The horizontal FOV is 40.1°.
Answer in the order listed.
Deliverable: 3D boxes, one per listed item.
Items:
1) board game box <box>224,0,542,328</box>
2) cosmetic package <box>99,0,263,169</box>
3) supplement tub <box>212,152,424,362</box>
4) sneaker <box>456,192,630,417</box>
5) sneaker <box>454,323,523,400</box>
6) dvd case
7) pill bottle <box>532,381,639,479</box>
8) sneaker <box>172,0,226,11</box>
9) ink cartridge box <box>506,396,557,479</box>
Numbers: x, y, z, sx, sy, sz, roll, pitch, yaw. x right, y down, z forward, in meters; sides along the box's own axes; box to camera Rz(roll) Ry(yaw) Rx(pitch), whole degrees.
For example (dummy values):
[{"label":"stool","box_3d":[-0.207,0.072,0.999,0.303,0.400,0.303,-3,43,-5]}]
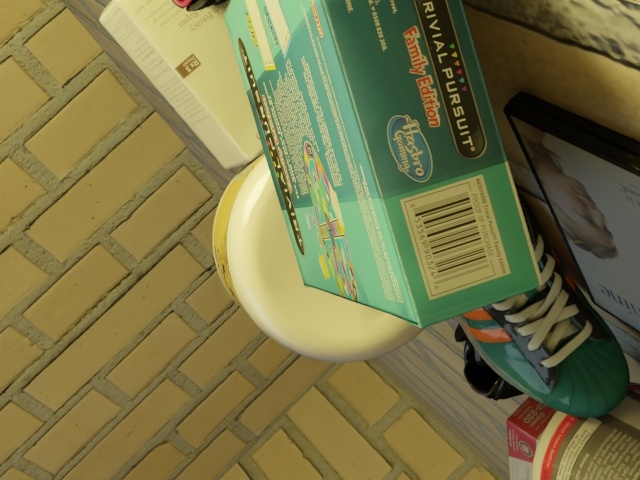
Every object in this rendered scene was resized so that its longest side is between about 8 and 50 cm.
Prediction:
[{"label":"board game box","box_3d":[0.018,-0.087,0.622,0.336,0.079,0.253,-174,67,-79]},{"label":"cosmetic package","box_3d":[-0.131,-0.208,1.016,0.231,0.117,0.085,48,157,-15]},{"label":"supplement tub","box_3d":[0.000,0.000,1.012,0.241,0.241,0.331,47,173,-8]},{"label":"sneaker","box_3d":[0.159,0.033,0.772,0.302,0.108,0.121,49,176,10]},{"label":"sneaker","box_3d":[0.210,0.125,0.969,0.107,0.124,0.283,41,172,37]},{"label":"dvd case","box_3d":[0.232,0.014,0.613,0.180,0.022,0.253,38,170,47]},{"label":"pill bottle","box_3d":[0.324,0.237,0.719,0.176,0.176,0.318,47,173,-14]},{"label":"sneaker","box_3d":[-0.123,-0.265,0.883,0.072,0.077,0.178,48,174,-9]},{"label":"ink cartridge box","box_3d":[0.339,0.292,1.062,0.218,0.092,0.158,29,145,39]}]
